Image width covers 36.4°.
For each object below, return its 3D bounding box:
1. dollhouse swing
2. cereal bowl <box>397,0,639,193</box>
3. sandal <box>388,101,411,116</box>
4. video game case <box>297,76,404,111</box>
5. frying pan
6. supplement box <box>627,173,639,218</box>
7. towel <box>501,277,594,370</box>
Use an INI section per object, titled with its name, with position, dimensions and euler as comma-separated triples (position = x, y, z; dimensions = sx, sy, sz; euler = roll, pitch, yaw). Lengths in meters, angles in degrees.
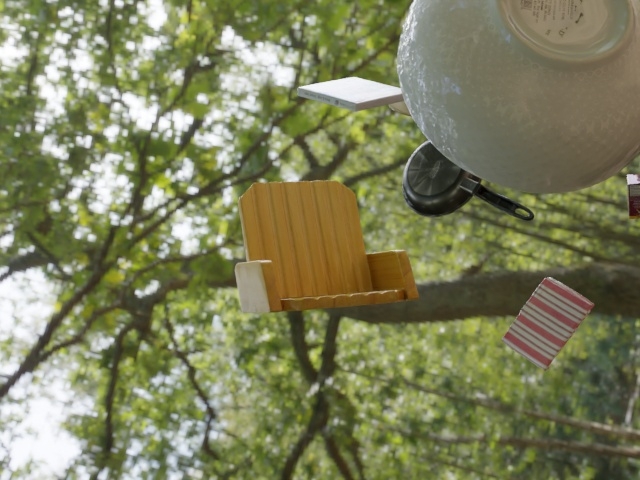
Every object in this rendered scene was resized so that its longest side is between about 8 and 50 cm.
[dollhouse swing]
position = 0.000, 0.000, 2.197
dimensions = 0.315, 0.346, 0.305
euler = 168, 99, -70
[cereal bowl]
position = 0.265, -0.233, 1.142
dimensions = 0.141, 0.338, 0.339
euler = 106, -177, -66
[sandal]
position = 0.260, -0.323, 2.211
dimensions = 0.088, 0.240, 0.079
euler = -46, -37, -31
[video game case]
position = 0.062, -0.265, 1.756
dimensions = 0.157, 0.143, 0.019
euler = -19, -59, -44
[frying pan]
position = 0.279, -0.101, 2.029
dimensions = 0.197, 0.326, 0.053
euler = -41, -42, 13
[supplement box]
position = 0.683, -0.095, 2.095
dimensions = 0.055, 0.043, 0.083
euler = -63, -33, -60
[towel]
position = 0.535, 0.196, 2.294
dimensions = 0.197, 0.144, 0.029
euler = -54, -43, 1
